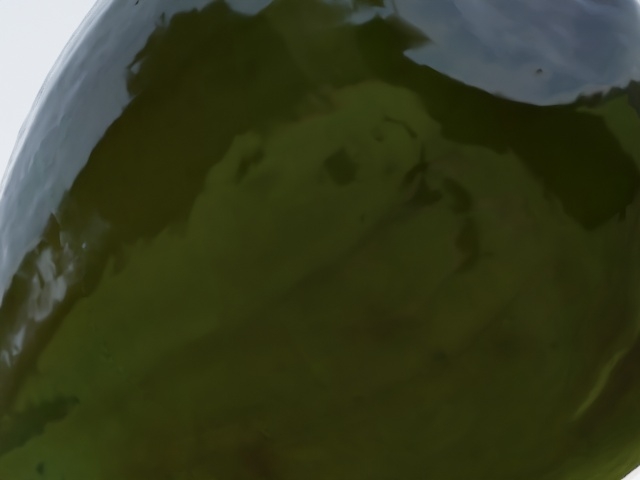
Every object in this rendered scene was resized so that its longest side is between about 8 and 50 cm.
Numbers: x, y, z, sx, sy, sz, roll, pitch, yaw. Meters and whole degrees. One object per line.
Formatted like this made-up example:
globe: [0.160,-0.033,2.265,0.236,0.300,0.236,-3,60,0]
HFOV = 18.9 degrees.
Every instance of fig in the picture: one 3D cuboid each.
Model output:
fig: [0.000,0.000,0.639,0.271,0.239,0.239,-27,-36,1]
